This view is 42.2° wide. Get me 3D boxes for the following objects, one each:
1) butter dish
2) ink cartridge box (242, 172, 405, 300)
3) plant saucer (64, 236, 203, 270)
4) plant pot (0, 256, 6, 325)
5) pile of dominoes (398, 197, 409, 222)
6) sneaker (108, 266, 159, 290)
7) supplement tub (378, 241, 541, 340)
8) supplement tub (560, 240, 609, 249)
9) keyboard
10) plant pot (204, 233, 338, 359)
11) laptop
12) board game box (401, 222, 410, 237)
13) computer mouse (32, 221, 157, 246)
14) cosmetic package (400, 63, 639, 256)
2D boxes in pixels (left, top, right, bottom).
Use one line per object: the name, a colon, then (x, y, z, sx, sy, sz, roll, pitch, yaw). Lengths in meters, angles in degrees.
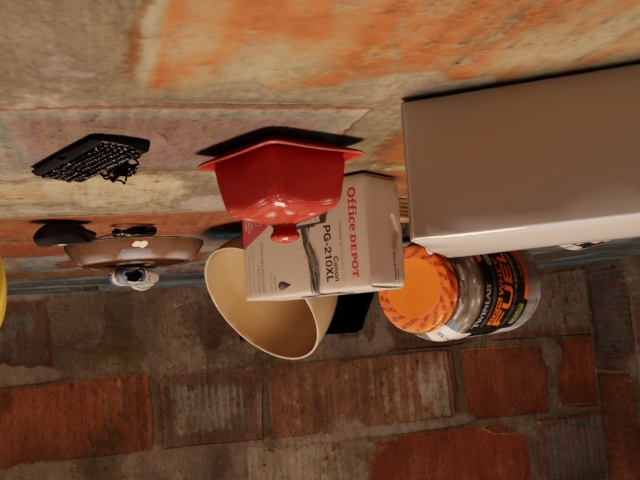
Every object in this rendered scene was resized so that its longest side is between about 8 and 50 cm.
butter dish: (-0.046, -0.055, 1.007, 0.160, 0.118, 0.160, 3, 171, -42)
ink cartridge box: (0.000, 0.000, 1.287, 0.237, 0.172, 0.100, -9, 172, 34)
plant saucer: (-0.421, 0.033, 1.889, 0.311, 0.050, 0.310, -5, 173, -1)
plant pot: (-0.546, 0.042, 1.093, 0.254, 0.254, 0.239, -2, 158, -22)
pile of dominoes: (0.056, -0.040, 1.566, 0.251, 0.040, 0.196, -11, 171, 43)
sneaker: (-0.419, 0.086, 1.915, 0.058, 0.052, 0.135, -14, 169, 36)
supplement tub: (0.278, 0.092, 1.656, 0.207, 0.207, 0.338, -10, 174, 40)
supplement tub: (0.456, -0.049, 1.400, 0.117, 0.117, 0.190, -4, 174, -2)
keyboard: (-0.262, -0.083, 0.983, 0.100, 0.038, 0.192, 1, 173, -38)
plant pot: (-0.070, 0.078, 1.725, 0.284, 0.284, 0.191, -11, -154, 46)
laptop: (0.073, 0.105, 2.002, 0.382, 0.236, 0.408, -9, 172, 42)
board game box: (0.231, -0.033, 1.683, 0.305, 0.053, 0.193, -10, 172, 43)
computer mouse: (-0.405, -0.019, 1.510, 0.071, 0.041, 0.242, 2, -174, 43)
cosmetic package: (0.283, -0.078, 0.859, 0.366, 0.155, 0.197, -5, 173, 17)
